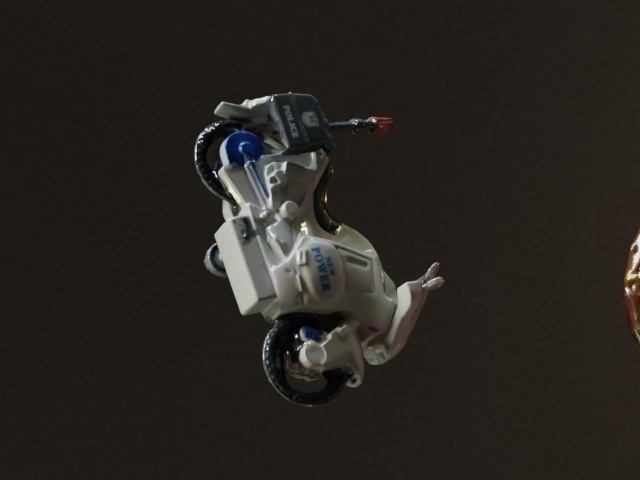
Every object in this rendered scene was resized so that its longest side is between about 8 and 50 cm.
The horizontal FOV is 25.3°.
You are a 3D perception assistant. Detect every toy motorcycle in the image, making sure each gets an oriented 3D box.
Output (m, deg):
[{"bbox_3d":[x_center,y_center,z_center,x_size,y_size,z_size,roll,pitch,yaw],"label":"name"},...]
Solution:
[{"bbox_3d":[0.000,0.000,0.987,0.150,0.102,0.221,-12,-106,-29],"label":"toy motorcycle"}]

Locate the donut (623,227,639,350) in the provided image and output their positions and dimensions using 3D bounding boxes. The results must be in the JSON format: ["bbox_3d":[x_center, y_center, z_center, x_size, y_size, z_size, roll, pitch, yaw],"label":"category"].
[{"bbox_3d":[0.398,0.051,1.326,0.230,0.096,0.216,29,-84,18],"label":"donut"}]
